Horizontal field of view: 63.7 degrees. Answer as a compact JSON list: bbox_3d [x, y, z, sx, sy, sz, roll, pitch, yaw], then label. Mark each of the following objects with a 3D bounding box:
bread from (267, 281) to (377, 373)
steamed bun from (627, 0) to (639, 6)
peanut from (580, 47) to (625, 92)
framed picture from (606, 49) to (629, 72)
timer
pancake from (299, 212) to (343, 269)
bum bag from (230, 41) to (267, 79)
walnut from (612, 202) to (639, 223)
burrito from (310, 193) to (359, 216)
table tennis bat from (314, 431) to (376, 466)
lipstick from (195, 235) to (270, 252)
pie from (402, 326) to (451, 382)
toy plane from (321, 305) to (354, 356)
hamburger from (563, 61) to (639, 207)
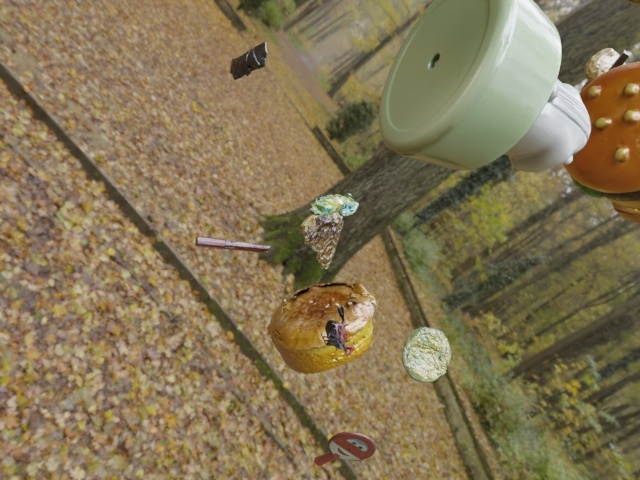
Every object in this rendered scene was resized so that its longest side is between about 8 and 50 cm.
[{"bbox_3d":[0.013,0.284,1.724,0.337,0.359,0.204,35,-35,55],"label":"bread"},{"bbox_3d":[0.883,-0.757,1.327,0.203,0.276,0.288,-42,133,-50],"label":"steamed bun"},{"bbox_3d":[1.163,-0.664,2.115,0.110,0.197,0.232,-124,-166,-51],"label":"peanut"},{"bbox_3d":[0.917,-0.521,1.644,0.023,0.168,0.128,37,35,12],"label":"framed picture"},{"bbox_3d":[0.298,-0.218,0.827,0.316,0.290,0.290,21,26,-24],"label":"timer"},{"bbox_3d":[0.000,0.000,1.760,0.057,0.244,0.266,19,32,26],"label":"pancake"},{"bbox_3d":[-0.166,-0.412,1.191,0.034,0.125,0.057,2,78,-48],"label":"bum bag"},{"bbox_3d":[1.140,-0.131,1.835,0.180,0.144,0.144,14,-21,41],"label":"walnut"},{"bbox_3d":[0.057,-0.107,1.602,0.104,0.054,0.288,21,15,15],"label":"burrito"},{"bbox_3d":[0.046,0.441,1.084,0.098,0.155,0.019,41,32,-21],"label":"table tennis bat"},{"bbox_3d":[-0.207,0.012,1.227,0.177,0.027,0.027,7,35,-23],"label":"lipstick"},{"bbox_3d":[0.349,0.376,1.703,0.186,0.187,0.041,53,-17,-10],"label":"pie"},{"bbox_3d":[0.040,0.193,1.033,0.060,0.037,0.145,-59,145,-31],"label":"toy plane"},{"bbox_3d":[0.863,-0.275,1.407,0.278,0.395,0.395,16,34,-35],"label":"hamburger"}]
